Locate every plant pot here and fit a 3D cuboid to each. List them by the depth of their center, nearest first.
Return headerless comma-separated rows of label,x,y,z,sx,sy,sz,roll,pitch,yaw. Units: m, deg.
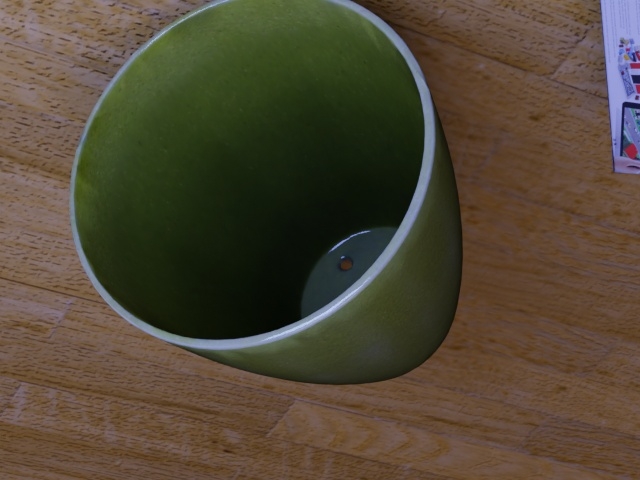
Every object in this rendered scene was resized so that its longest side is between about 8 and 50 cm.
plant pot,0.000,0.000,1.333,0.274,0.275,0.293,-21,151,13

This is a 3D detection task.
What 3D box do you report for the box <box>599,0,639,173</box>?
box,0.266,-0.143,1.282,0.114,0.036,0.207,6,123,25
